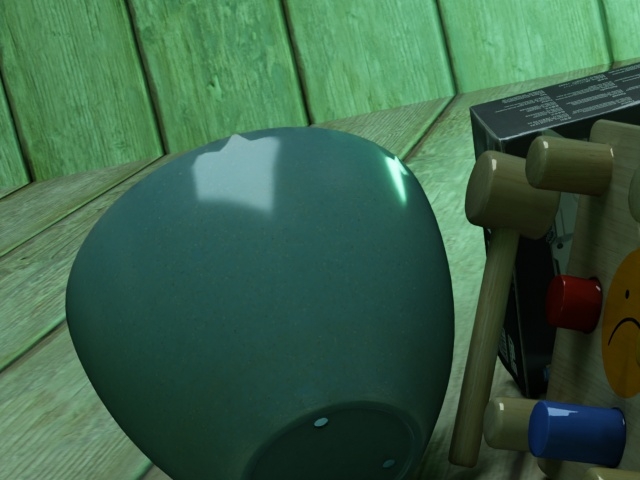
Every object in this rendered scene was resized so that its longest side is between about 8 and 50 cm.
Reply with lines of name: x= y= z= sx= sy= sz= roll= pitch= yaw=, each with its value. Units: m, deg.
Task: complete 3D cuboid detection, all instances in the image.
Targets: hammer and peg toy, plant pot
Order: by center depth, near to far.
hammer and peg toy: x=0.196 y=0.055 z=1.091 sx=0.127 sy=0.265 sz=0.361 roll=7 pitch=6 yaw=-13
plant pot: x=-0.021 y=0.090 z=1.182 sx=0.290 sy=0.290 sz=0.195 roll=-15 pitch=46 yaw=-11

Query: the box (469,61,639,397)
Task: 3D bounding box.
box: x=0.287 y=-0.028 z=1.350 sx=0.308 sy=0.242 sz=0.076 roll=-15 pitch=30 yaw=-10
